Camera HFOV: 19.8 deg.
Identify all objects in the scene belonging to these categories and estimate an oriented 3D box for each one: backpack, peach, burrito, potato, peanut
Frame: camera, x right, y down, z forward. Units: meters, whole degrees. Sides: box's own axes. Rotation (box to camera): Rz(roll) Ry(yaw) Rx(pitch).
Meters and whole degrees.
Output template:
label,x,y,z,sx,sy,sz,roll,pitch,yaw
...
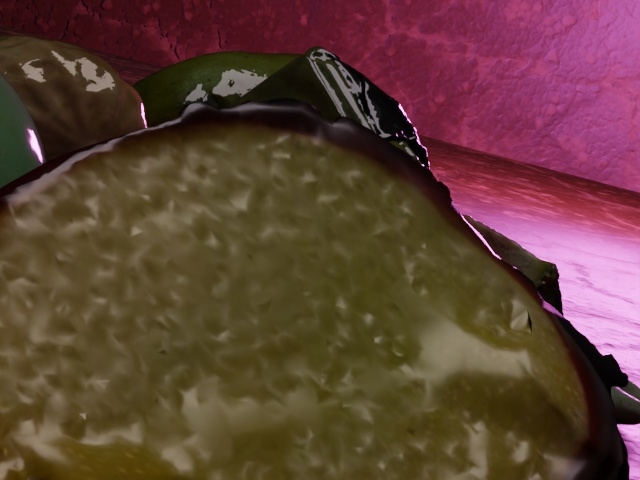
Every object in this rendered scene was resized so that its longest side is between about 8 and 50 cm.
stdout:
label,x,y,z,sx,sy,sz,roll,pitch,yaw
backpack,0.000,0.000,1.329,0.140,0.207,0.253,34,22,-57
peach,-0.060,0.095,0.789,0.362,0.201,0.257,-14,64,-42
burrito,0.212,0.124,1.477,0.118,0.044,0.074,5,8,-25
potato,-0.068,-0.092,1.863,0.304,0.216,0.216,-4,17,-30
peanut,-0.279,-0.108,1.538,0.291,0.143,0.159,17,-1,41

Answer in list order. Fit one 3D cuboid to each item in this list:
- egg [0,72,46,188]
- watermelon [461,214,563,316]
label,x,y,z,sx,sy,sz,roll,pitch,yaw
egg,-0.297,-0.039,1.132,0.270,0.220,0.220,20,11,26
watermelon,0.036,0.052,1.409,0.128,0.159,0.303,-30,40,-33
